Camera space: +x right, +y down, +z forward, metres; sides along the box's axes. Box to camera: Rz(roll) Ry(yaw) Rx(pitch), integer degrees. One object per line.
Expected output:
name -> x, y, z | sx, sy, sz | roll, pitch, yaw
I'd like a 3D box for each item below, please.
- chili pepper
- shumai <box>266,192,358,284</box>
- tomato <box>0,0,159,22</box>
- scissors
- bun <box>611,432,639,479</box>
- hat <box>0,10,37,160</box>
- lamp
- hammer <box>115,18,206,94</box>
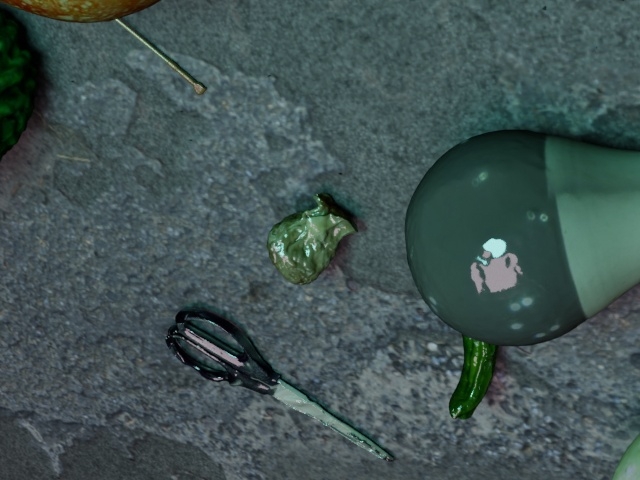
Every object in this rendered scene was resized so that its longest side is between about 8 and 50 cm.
chili pepper -> 0.157, 0.090, 1.217 | 0.050, 0.073, 0.182 | 4, 128, -4
shumai -> 0.000, 0.000, 1.230 | 0.080, 0.082, 0.083 | -12, 144, 36
tomato -> -0.186, -0.308, 0.956 | 0.270, 0.223, 0.270 | 4, 116, 8
scissors -> -0.043, 0.175, 1.443 | 0.300, 0.022, 0.109 | 33, 140, -1
bun -> 0.426, 0.305, 1.153 | 0.361, 0.213, 0.361 | 15, 131, 18
hat -> -0.448, -0.103, 1.204 | 0.242, 0.332, 0.274 | 45, 133, -15
lamp -> 0.220, 0.000, 1.023 | 0.313, 0.182, 0.182 | 2, 129, 27
hammer -> -0.158, -0.182, 1.201 | 0.123, 0.014, 0.029 | 39, 145, -10
